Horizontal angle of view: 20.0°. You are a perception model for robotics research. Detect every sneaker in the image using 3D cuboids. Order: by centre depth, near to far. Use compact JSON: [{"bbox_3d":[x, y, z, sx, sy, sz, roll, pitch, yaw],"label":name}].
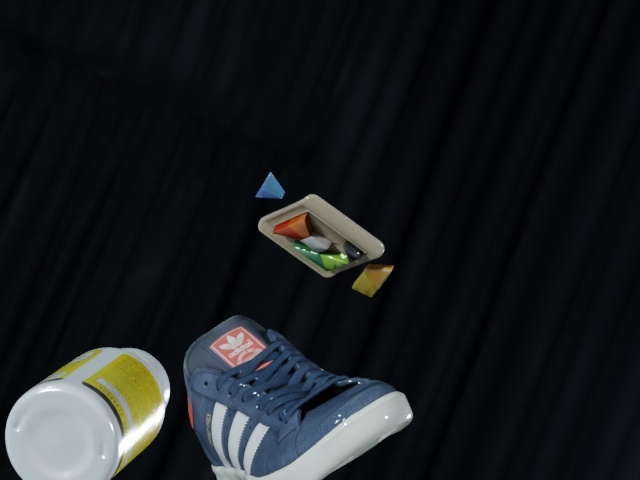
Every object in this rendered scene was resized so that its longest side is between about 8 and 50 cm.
[{"bbox_3d":[-0.042,0.133,1.560,0.148,0.131,0.350,63,-25,-2],"label":"sneaker"}]

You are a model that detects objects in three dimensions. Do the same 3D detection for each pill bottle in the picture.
[{"bbox_3d":[-0.123,0.096,1.004,0.065,0.065,0.116,22,16,9],"label":"pill bottle"}]

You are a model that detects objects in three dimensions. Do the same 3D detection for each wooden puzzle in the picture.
[{"bbox_3d":[0.000,0.000,1.229,0.116,0.014,0.078,33,-29,-11],"label":"wooden puzzle"}]
